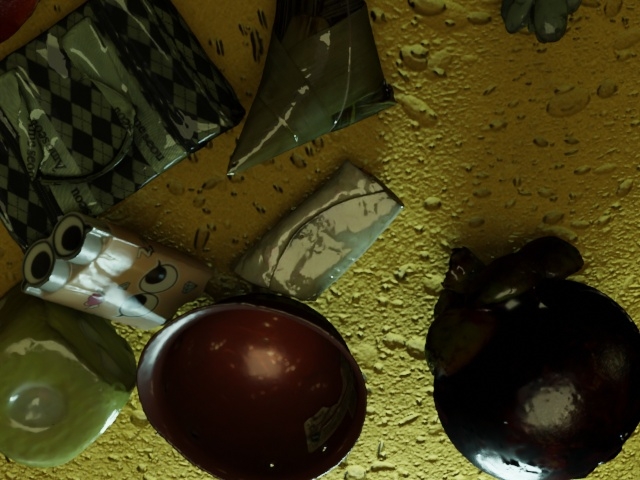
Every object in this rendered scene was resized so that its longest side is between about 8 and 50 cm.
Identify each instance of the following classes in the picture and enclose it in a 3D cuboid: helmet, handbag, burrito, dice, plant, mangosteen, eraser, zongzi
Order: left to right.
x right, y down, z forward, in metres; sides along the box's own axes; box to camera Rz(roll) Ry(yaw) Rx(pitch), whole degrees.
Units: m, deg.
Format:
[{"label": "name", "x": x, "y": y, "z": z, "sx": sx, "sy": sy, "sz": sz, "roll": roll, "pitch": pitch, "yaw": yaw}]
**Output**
[{"label": "dice", "x": -0.462, "y": 0.215, "z": 1.912, "sx": 0.227, "sy": 0.233, "sz": 0.238, "roll": -40, "pitch": 111, "yaw": 9}, {"label": "handbag", "x": -0.374, "y": -0.210, "z": 1.802, "sx": 0.416, "sy": 0.180, "sz": 0.317, "roll": -32, "pitch": 105, "yaw": 10}, {"label": "eraser", "x": -0.329, "y": 0.053, "z": 1.864, "sx": 0.171, "sy": 0.087, "sz": 0.290, "roll": -40, "pitch": 145, "yaw": 17}, {"label": "helmet", "x": -0.109, "y": 0.220, "z": 1.968, "sx": 0.384, "sy": 0.230, "sz": 0.338, "roll": 18, "pitch": 112, "yaw": -4}, {"label": "zongzi", "x": -0.053, "y": -0.283, "z": 1.766, "sx": 0.317, "sy": 0.154, "sz": 0.289, "roll": -30, "pitch": 113, "yaw": -34}, {"label": "burrito", "x": -0.003, "y": -0.003, "z": 1.965, "sx": 0.299, "sy": 0.105, "sz": 0.143, "roll": -43, "pitch": 102, "yaw": 10}, {"label": "mangosteen", "x": 0.366, "y": 0.211, "z": 1.986, "sx": 0.380, "sy": 0.421, "sz": 0.381, "roll": -19, "pitch": 153, "yaw": -10}, {"label": "plant", "x": 0.373, "y": -0.451, "z": 1.817, "sx": 0.149, "sy": 0.146, "sz": 0.275, "roll": 13, "pitch": 109, "yaw": -16}]

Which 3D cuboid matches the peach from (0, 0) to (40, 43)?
[{"label": "peach", "x": -0.517, "y": -0.390, "z": 1.718, "sx": 0.279, "sy": 0.068, "sz": 0.189, "roll": -32, "pitch": 100, "yaw": 18}]
